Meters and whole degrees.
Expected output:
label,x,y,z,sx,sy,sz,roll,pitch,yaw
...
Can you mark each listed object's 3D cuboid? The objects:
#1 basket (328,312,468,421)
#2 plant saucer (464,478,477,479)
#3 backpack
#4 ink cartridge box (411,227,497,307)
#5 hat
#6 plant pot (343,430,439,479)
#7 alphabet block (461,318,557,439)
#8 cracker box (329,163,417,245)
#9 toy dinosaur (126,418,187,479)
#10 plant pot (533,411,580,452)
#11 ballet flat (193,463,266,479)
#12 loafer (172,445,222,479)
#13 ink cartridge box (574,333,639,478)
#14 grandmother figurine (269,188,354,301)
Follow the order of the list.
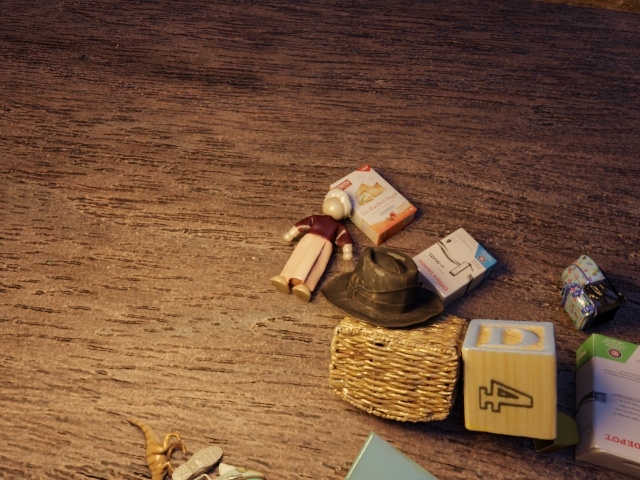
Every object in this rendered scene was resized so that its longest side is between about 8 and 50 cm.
label,x,y,z,sx,sy,sz,roll,pitch,yaw
basket,0.191,0.290,1.281,0.299,0.214,0.223,9,16,18
plant saucer,0.344,0.577,1.182,0.083,0.015,0.083,1,55,-2
backpack,0.707,0.134,1.415,0.116,0.158,0.173,-21,60,3
ink cartridge box,0.363,0.079,1.480,0.203,0.086,0.148,-30,62,-22
hat,0.153,0.093,1.334,0.331,0.134,0.331,2,17,-1
plant pot,0.109,0.559,1.102,0.165,0.165,0.234,31,68,18
alphabet block,0.431,0.305,1.197,0.193,0.197,0.192,0,13,24
cracker box,0.157,-0.113,1.615,0.155,0.067,0.232,-33,62,-22
toy dinosaur,-0.369,0.471,1.195,0.112,0.064,0.211,-20,58,-14
plant pot,0.556,0.451,1.242,0.083,0.081,0.081,9,55,-10
ballet flat,-0.232,0.540,1.155,0.221,0.077,0.079,-19,37,-15
loafer,-0.278,0.508,1.186,0.125,0.039,0.045,-21,49,-41
ink cartridge box,0.731,0.397,1.257,0.211,0.122,0.289,15,56,8
grandmother figurine,0.000,0.000,1.493,0.207,0.104,0.342,24,66,4
